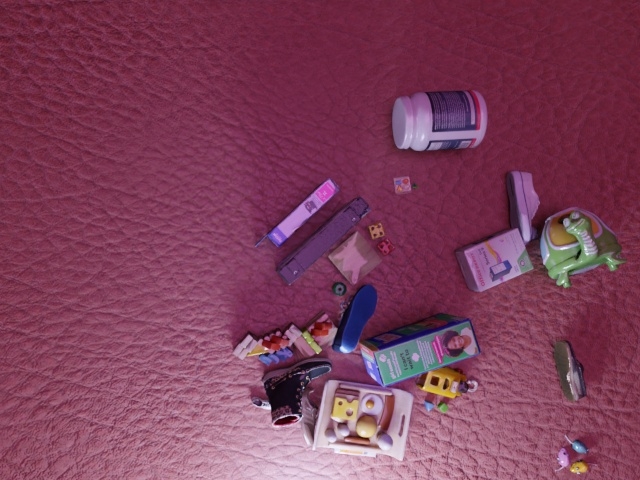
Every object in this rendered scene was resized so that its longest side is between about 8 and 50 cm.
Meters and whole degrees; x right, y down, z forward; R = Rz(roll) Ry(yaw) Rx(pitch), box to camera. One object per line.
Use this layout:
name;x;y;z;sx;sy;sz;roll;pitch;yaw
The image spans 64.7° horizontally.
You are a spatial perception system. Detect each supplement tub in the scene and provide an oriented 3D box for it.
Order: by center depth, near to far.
supplement tub;0.391;-0.396;1.674;0.272;0.191;0.191;-4;89;-7

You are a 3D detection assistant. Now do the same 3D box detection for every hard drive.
hard drive;0.000;0.000;1.597;0.339;0.237;0.064;-42;93;-5

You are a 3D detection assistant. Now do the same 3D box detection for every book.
book;0.121;0.666;1.696;0.144;0.035;0.096;11;86;-8

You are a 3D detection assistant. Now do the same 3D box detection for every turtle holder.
turtle holder;0.833;0.014;1.670;0.320;0.243;0.228;2;63;-42

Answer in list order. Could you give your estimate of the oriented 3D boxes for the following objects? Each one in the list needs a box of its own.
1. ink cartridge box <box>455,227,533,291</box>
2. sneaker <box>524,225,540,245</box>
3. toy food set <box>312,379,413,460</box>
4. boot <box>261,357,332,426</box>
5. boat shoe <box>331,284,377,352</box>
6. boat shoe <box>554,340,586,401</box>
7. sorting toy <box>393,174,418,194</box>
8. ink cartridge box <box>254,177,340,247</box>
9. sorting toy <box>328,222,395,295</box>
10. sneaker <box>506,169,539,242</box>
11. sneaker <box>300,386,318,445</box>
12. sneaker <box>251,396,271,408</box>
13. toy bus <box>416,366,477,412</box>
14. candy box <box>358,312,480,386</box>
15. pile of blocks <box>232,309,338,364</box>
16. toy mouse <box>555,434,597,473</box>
ink cartridge box;0.593;0.066;1.735;0.212;0.093;0.154;-21;92;-5
sneaker;0.740;-0.003;1.780;0.069;0.038;0.098;22;87;-5
toy food set;0.138;0.585;1.641;0.305;0.092;0.220;12;85;-12
boot;-0.062;0.481;1.604;0.236;0.179;0.085;-16;132;-2
boat shoe;0.099;0.247;1.653;0.109;0.089;0.258;48;52;-14
boat shoe;0.880;0.451;1.769;0.073;0.080;0.224;-14;95;-12
sorting toy;0.297;-0.194;1.747;0.083;0.012;0.062;-10;89;-6
ink cartridge box;-0.079;-0.070;1.614;0.311;0.186;0.065;-41;95;-5
sorting toy;0.121;0.054;1.704;0.274;0.046;0.132;-40;93;-6
sneaker;0.711;-0.120;1.745;0.091;0.094;0.258;-3;83;-4
sneaker;-0.035;0.578;1.662;0.071;0.066;0.189;-13;90;-5
sneaker;-0.188;0.540;1.661;0.083;0.037;0.032;15;85;-7
toy bus;0.427;0.478;1.699;0.202;0.104;0.191;-29;92;-6
candy box;0.300;0.338;1.606;0.317;0.268;0.122;-19;87;-7
pile of blocks;-0.103;0.340;1.638;0.361;0.112;0.149;-14;90;-6
toy mouse;0.894;0.756;1.782;0.160;0.031;0.143;-17;90;-7
